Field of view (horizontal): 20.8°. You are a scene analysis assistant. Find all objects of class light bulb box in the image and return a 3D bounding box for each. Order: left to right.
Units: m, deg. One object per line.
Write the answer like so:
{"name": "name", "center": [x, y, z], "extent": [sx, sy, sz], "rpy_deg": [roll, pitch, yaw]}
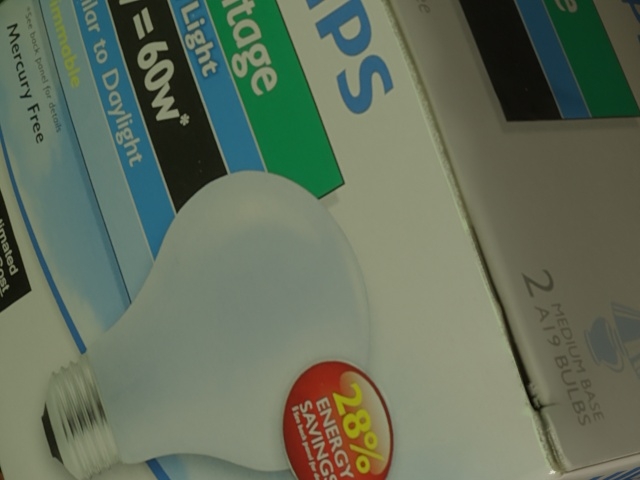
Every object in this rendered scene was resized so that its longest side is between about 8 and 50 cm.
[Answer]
{"name": "light bulb box", "center": [0.000, 0.000, 0.921], "extent": [0.361, 0.225, 0.357], "rpy_deg": [-32, 72, 40]}
